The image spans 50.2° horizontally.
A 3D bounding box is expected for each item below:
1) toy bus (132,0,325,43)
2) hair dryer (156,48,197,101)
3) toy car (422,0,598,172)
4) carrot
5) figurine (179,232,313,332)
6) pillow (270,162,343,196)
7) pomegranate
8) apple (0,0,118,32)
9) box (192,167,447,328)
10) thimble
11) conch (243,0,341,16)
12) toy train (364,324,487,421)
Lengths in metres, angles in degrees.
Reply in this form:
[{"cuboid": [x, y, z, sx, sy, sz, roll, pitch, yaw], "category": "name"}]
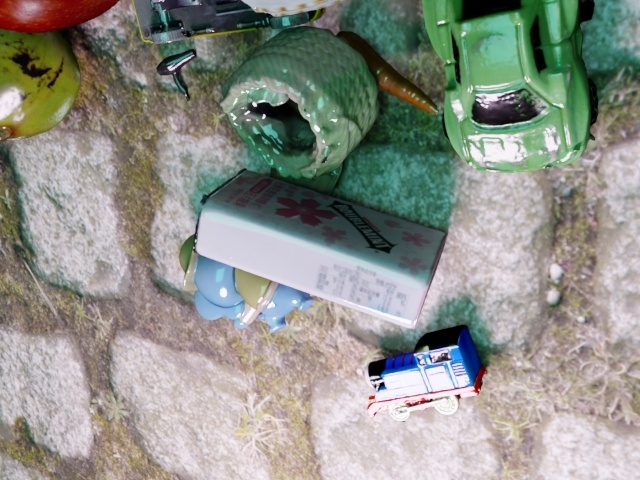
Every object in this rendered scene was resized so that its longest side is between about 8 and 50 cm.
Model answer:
[{"cuboid": [-0.131, -0.389, 1.036, 0.330, 0.152, 0.144, 2, 114, 28], "category": "toy bus"}, {"cuboid": [-0.240, -0.289, 1.204, 0.079, 0.031, 0.083, -18, 113, 21], "category": "hair dryer"}, {"cuboid": [0.239, -0.259, 0.888, 0.213, 0.176, 0.359, -2, 108, 28], "category": "toy car"}, {"cuboid": [0.095, -0.245, 1.012, 0.216, 0.048, 0.048, 44, 122, 24], "category": "carrot"}, {"cuboid": [-0.139, 0.073, 1.205, 0.262, 0.153, 0.180, 40, 136, 22], "category": "figurine"}, {"cuboid": [-0.042, -0.072, 1.175, 0.130, 0.033, 0.218, 22, 117, 13], "category": "pillow"}, {"cuboid": [-0.563, -0.336, 1.223, 0.260, 0.260, 0.341, 0, 84, 26], "category": "pomegranate"}, {"cuboid": [-0.446, -0.464, 1.055, 0.288, 0.316, 0.288, 12, 111, 32], "category": "apple"}, {"cuboid": [0.000, 0.000, 1.066, 0.369, 0.190, 0.112, 19, 116, 9], "category": "box"}, {"cuboid": [-0.033, -0.204, 1.022, 0.219, 0.150, 0.219, 26, 143, 21], "category": "thimble"}, {"cuboid": [0.008, -0.411, 0.773, 0.215, 0.319, 0.303, 14, 110, 34], "category": "conch"}, {"cuboid": [0.170, 0.227, 1.153, 0.203, 0.082, 0.131, -18, 100, 28], "category": "toy train"}]
